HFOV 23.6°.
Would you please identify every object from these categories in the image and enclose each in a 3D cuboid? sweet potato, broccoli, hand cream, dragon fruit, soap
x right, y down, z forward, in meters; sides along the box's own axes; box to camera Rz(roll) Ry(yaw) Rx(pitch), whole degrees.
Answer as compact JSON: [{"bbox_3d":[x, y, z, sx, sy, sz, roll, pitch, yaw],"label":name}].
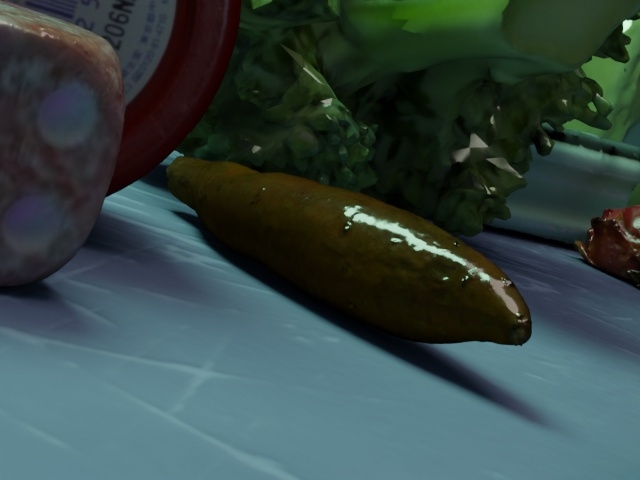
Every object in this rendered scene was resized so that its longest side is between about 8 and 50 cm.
[{"bbox_3d":[0.000,-0.001,0.695,0.057,0.057,0.265,10,10,-43],"label":"sweet potato"},{"bbox_3d":[0.040,-0.141,0.931,0.339,0.277,0.317,15,4,-4],"label":"broccoli"},{"bbox_3d":[-0.137,-0.112,0.649,0.193,0.193,0.125,14,12,-26],"label":"hand cream"},{"bbox_3d":[0.257,0.001,1.162,0.112,0.068,0.126,13,10,-18],"label":"dragon fruit"},{"bbox_3d":[0.129,-0.061,1.224,0.261,0.094,0.150,9,8,-41],"label":"soap"}]

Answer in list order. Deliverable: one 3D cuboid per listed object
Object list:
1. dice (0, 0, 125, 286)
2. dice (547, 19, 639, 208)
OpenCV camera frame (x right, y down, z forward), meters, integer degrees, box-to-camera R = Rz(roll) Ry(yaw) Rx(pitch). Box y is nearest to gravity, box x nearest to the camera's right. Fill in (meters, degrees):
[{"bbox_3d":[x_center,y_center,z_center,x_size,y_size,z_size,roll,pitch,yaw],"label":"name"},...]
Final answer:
[{"bbox_3d":[-0.130,-0.041,0.541,0.091,0.093,0.094,12,10,-36],"label":"dice"},{"bbox_3d":[0.289,-0.168,1.642,0.250,0.254,0.252,11,11,-43],"label":"dice"}]
